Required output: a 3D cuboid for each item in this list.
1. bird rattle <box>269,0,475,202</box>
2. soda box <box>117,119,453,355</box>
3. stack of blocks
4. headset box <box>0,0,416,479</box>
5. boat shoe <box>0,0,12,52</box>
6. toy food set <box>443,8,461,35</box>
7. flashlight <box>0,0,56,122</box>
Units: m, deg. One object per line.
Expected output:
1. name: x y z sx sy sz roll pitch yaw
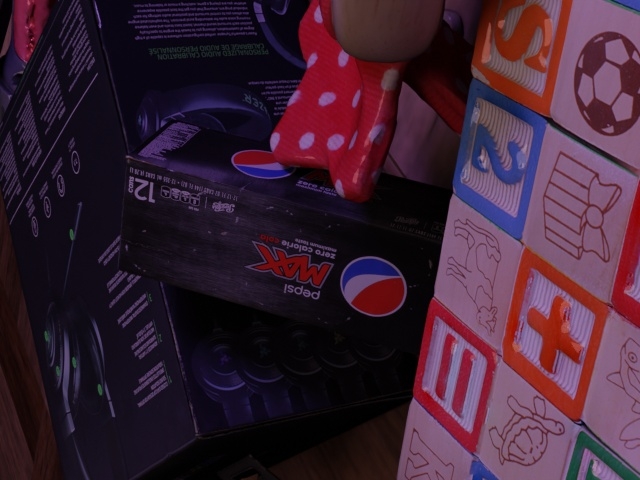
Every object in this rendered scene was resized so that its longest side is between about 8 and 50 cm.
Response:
1. bird rattle: 0.013 -0.137 0.414 0.207 0.143 0.253 -64 -19 -81
2. soda box: 0.000 0.000 0.516 0.053 0.169 0.060 -57 -20 -59
3. stack of blocks: 0.124 -0.006 0.358 0.171 0.087 0.297 41 131 51
4. headset box: -0.083 0.014 0.697 0.246 0.131 0.283 -41 61 57
5. boat shoe: -0.293 -0.274 0.992 0.095 0.112 0.335 152 125 -66
6. toy food set: 0.019 -0.185 0.558 0.132 0.038 0.192 18 112 59
7. flashlight: -0.208 -0.202 0.916 0.103 0.103 0.304 30 130 20
